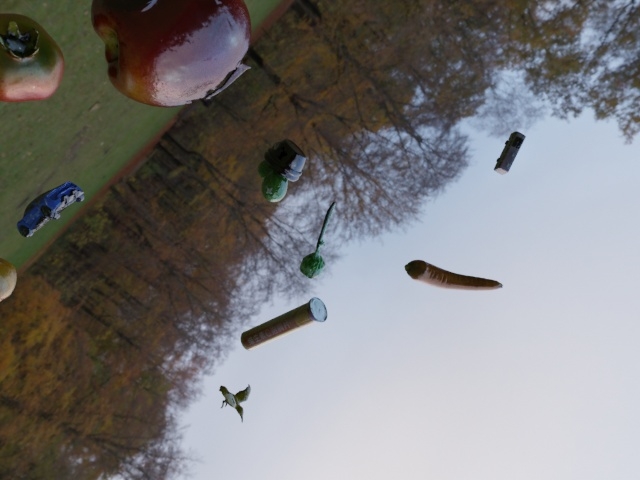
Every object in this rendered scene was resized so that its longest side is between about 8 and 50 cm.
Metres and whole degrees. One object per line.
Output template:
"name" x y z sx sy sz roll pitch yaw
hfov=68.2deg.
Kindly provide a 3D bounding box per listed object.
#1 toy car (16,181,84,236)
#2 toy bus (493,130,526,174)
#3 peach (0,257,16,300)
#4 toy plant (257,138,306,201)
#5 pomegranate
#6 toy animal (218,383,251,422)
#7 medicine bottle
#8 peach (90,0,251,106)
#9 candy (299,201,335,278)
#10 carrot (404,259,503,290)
"toy car" -0.645 -0.075 1.111 0.216 0.063 0.103 -23 -158 32
"toy bus" 0.552 -0.256 1.380 0.130 0.037 0.052 -62 -176 -5
"peach" -0.942 0.117 1.345 0.138 0.138 0.138 -39 -159 18
"toy plant" -0.171 -0.293 1.971 0.235 0.175 0.218 -48 -136 20
"pomegranate" -0.762 -0.463 1.187 0.257 0.221 0.221 -7 -137 49
"toy animal" -0.356 0.666 1.934 0.095 0.155 0.219 -7 177 19
"medicine bottle" -0.164 0.368 2.015 0.426 0.108 0.108 -29 -154 31
"peach" -0.379 -0.535 1.194 0.406 0.335 0.310 -29 160 -3
"candy" 0.001 0.001 1.740 0.097 0.097 0.323 -88 -165 -62
"carrot" 0.353 0.105 1.277 0.062 0.271 0.066 -111 -143 -80
